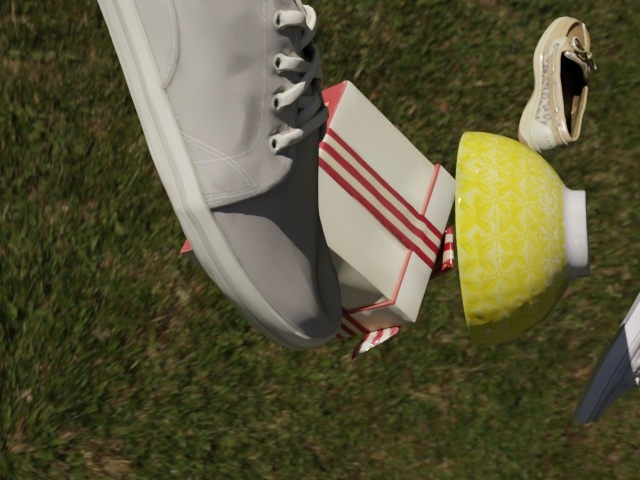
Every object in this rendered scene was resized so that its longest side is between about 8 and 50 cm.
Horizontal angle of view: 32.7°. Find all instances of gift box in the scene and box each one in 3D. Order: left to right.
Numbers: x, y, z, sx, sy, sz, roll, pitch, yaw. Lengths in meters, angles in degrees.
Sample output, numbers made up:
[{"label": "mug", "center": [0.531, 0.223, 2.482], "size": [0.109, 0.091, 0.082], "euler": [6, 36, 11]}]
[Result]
[{"label": "gift box", "center": [0.000, 0.000, 1.396], "size": [0.258, 0.255, 0.276], "euler": [40, 58, -29]}]

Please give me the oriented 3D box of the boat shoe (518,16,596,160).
[{"label": "boat shoe", "center": [0.400, -0.251, 1.763], "size": [0.104, 0.089, 0.285], "euler": [34, 59, -29]}]

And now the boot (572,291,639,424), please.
[{"label": "boot", "center": [0.489, 0.189, 1.637], "size": [0.123, 0.095, 0.258], "euler": [30, 106, 10]}]

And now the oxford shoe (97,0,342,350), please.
[{"label": "oxford shoe", "center": [-0.056, -0.116, 0.822], "size": [0.130, 0.169, 0.449], "euler": [-14, 109, 17]}]

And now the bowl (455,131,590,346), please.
[{"label": "bowl", "center": [0.275, -0.006, 1.449], "size": [0.156, 0.289, 0.289], "euler": [-3, 78, 15]}]
